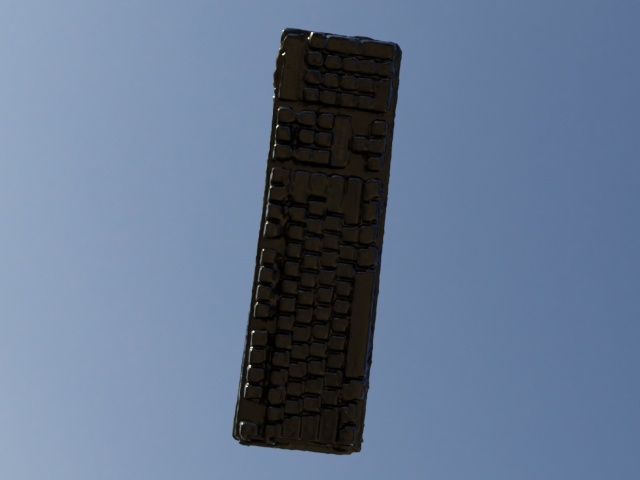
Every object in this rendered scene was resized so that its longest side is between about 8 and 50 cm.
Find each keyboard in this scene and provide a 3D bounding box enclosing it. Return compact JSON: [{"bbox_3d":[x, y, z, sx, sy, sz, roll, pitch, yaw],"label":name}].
[{"bbox_3d":[0.000,0.000,0.843,0.072,0.231,0.023,7,-4,-3],"label":"keyboard"}]
